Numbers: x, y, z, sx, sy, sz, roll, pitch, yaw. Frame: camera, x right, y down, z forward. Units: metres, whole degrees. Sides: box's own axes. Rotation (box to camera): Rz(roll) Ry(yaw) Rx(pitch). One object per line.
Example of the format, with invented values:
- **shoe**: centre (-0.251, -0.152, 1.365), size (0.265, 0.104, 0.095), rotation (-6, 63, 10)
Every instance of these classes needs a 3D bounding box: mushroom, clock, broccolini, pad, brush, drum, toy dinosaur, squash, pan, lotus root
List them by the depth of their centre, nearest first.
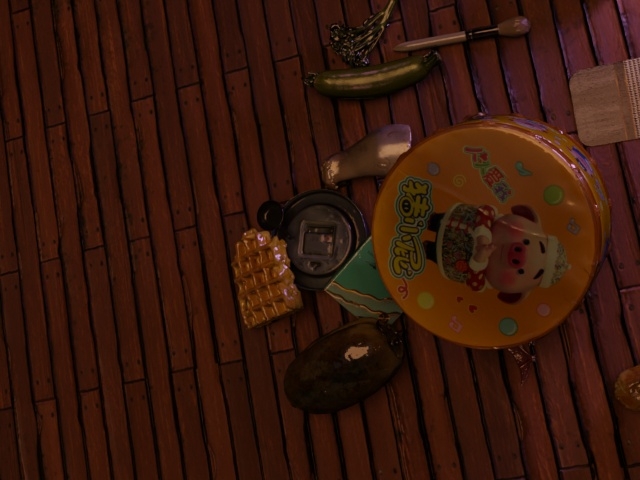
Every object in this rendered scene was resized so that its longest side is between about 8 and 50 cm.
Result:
- **drum**: centre (0.316, -0.024, 1.566), size (0.431, 0.214, 0.431), rotation (6, 105, 23)
- **pad**: centre (0.639, -0.213, 1.669), size (0.250, 0.055, 0.323), rotation (-10, 63, 16)
- **toy dinosaur**: centre (0.391, 0.184, 1.716), size (0.108, 0.032, 0.220), rotation (-9, 79, 20)
- **lotus root**: centre (0.043, 0.267, 1.748), size (0.275, 0.152, 0.160), rotation (-32, 102, 25)
- **mushroom**: centre (0.099, -0.183, 1.819), size (0.225, 0.093, 0.116), rotation (-9, 56, 24)
- **brush**: centre (0.300, -0.440, 1.819), size (0.299, 0.039, 0.042), rotation (-4, 121, 20)
- **squash**: centre (0.113, -0.350, 1.842), size (0.318, 0.080, 0.071), rotation (-6, 65, 20)
- **pan**: centre (-0.093, -0.038, 1.854), size (0.068, 0.023, 0.115), rotation (-49, 62, 12)
- **clock**: centre (0.000, 0.000, 1.857), size (0.226, 0.049, 0.226), rotation (-2, 84, 19)
- **broccolini**: centre (0.102, -0.515, 1.876), size (0.123, 0.062, 0.271), rotation (23, 97, 4)

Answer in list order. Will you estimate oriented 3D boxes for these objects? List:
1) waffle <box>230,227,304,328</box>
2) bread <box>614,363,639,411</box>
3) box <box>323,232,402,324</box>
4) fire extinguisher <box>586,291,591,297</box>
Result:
- **waffle**: centre (-0.125, 0.073, 1.849), size (0.160, 0.055, 0.211), rotation (-25, 75, 44)
- **bread**: centre (0.726, 0.226, 1.577), size (0.367, 0.077, 0.084), rotation (-25, 78, 15)
- **box**: centre (0.139, 0.066, 1.778), size (0.162, 0.041, 0.229), rotation (40, 97, -5)
- **fire extinguisher**: centre (0.499, 0.034, 1.684), size (0.106, 0.075, 0.252), rotation (2, 85, 46)
